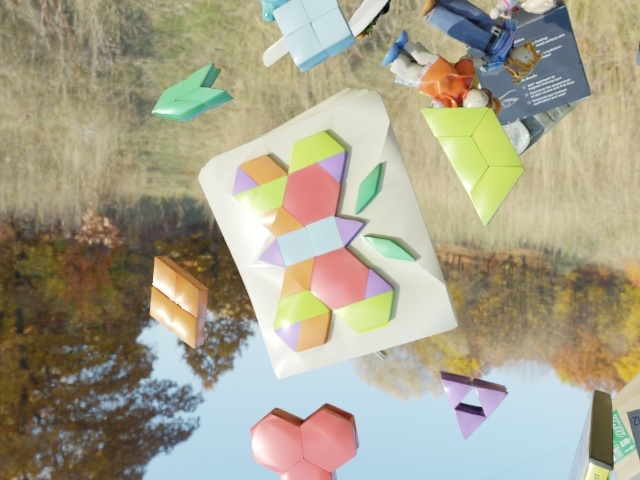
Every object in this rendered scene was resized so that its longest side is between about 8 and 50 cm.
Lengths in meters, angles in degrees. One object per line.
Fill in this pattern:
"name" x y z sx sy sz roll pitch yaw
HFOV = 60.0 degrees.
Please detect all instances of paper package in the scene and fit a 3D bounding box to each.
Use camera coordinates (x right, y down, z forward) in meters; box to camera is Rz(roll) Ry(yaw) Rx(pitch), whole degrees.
"paper package" 0.839 0.409 1.273 0.309 0.168 0.325 -7 142 -6

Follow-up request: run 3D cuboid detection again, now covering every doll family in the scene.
"doll family" 0.190 -0.241 0.698 0.163 0.263 0.118 33 169 -1

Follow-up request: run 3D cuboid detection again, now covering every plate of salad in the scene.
"plate of salad" 0.127 -0.543 1.313 0.048 0.200 0.199 36 166 -19

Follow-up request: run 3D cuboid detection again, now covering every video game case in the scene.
"video game case" 0.425 0.406 0.902 0.035 0.249 0.274 15 -166 25

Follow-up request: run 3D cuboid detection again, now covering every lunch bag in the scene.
"lunch bag" 0.429 -0.313 1.332 0.287 0.235 0.169 -40 175 -5

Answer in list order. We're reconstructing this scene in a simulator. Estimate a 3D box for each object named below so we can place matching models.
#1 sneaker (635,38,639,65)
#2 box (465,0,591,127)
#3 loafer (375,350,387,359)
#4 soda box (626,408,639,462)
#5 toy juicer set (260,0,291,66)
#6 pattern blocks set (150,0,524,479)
"sneaker" 0.645 -0.394 0.909 0.226 0.164 0.086 -17 -142 4
"box" 0.343 -0.296 0.920 0.155 0.158 0.093 -17 -148 27
"loafer" 0.130 0.247 1.415 0.125 0.039 0.045 45 -175 23
"soda box" 0.693 0.318 0.957 0.091 0.098 0.286 19 142 -23
"toy juicer set" -0.055 -0.517 1.045 0.209 0.329 0.089 -3 -150 26
"pattern blocks set" 0.000 0.000 0.389 0.285 0.325 0.026 -35 171 13
